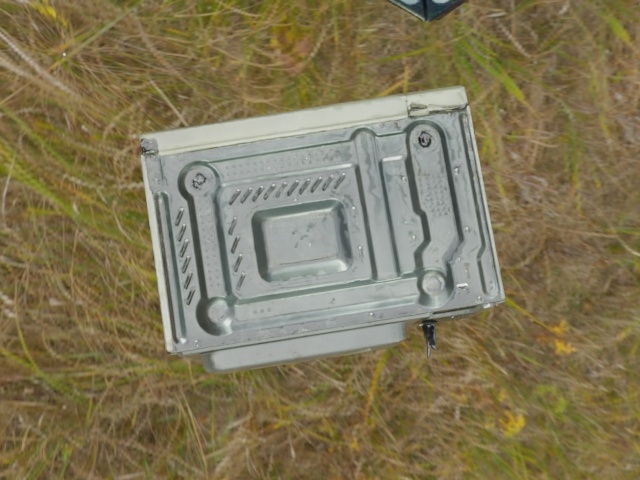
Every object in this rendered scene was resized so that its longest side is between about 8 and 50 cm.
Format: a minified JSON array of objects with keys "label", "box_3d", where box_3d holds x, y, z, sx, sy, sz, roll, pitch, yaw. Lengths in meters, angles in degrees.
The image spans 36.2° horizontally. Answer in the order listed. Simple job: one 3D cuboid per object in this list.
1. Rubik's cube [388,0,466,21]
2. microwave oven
[{"label":"Rubik's cube","box_3d":[0.070,-0.335,0.649,0.246,0.248,0.250,22,61,-27]},{"label":"microwave oven","box_3d":[0.000,0.000,0.745,0.240,0.145,0.194,-9,79,-2]}]
